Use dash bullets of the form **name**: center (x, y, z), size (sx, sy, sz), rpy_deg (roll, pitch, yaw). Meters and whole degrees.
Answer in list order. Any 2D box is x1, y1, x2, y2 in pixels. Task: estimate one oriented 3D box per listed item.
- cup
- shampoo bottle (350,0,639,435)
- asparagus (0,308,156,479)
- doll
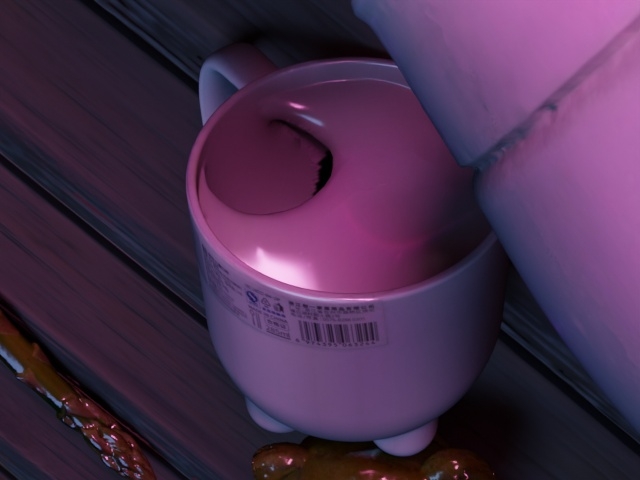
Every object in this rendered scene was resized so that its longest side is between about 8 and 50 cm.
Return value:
- **cup**: center (-0.003, 0.009, 0.782), size (0.173, 0.134, 0.142), rpy_deg (22, 144, 19)
- **shampoo bottle**: center (0.167, -0.055, 0.436), size (0.266, 0.273, 0.273), rpy_deg (45, 145, 1)
- **asparagus**: center (-0.182, 0.067, 1.098), size (0.236, 0.027, 0.034), rpy_deg (49, 154, -15)
- **doll**: center (0.050, 0.156, 0.951), size (0.137, 0.097, 0.209), rpy_deg (-6, 143, 16)
